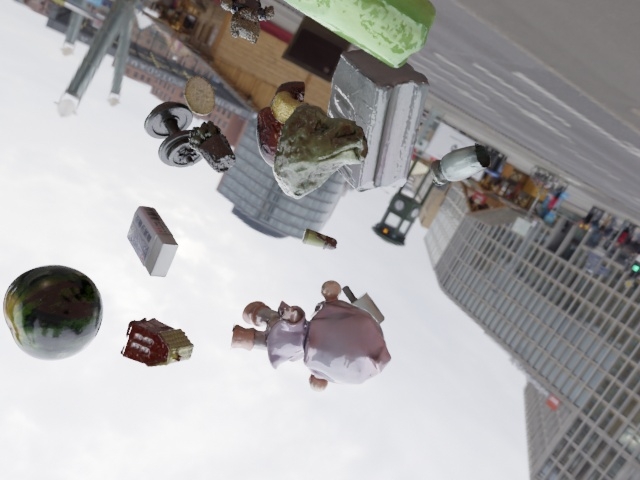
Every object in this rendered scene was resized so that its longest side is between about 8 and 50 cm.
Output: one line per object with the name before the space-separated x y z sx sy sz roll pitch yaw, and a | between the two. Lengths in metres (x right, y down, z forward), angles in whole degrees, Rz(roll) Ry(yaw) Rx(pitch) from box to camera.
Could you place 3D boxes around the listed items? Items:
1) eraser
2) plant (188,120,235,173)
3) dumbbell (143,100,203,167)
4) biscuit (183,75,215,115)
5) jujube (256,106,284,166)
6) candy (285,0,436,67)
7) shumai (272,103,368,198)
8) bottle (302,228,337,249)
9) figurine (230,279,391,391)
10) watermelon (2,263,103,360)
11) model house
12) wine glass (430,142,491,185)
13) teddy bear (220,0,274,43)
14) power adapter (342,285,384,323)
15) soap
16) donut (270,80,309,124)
eraser | -0.506 0.001 1.612 0.067 0.125 0.210 9 -152 -44
plant | -0.284 -0.249 1.413 0.143 0.094 0.092 50 -167 21
dumbbell | -0.545 -0.398 2.014 0.192 0.192 0.290 4 -129 -58
biscuit | -0.452 -0.543 2.009 0.020 0.152 0.152 -1 174 37
jujube | -0.182 -0.411 2.131 0.237 0.168 0.168 68 -164 -3
candy | 0.046 -0.447 0.967 0.343 0.132 0.142 27 -168 -15
shumai | 0.001 -0.216 1.435 0.221 0.261 0.225 28 -168 16
bottle | 0.000 -0.001 1.534 0.101 0.047 0.063 16 -161 -4
figurine | -0.013 0.167 0.916 0.275 0.201 0.133 8 -176 11
watermelon | -0.731 0.191 1.474 0.268 0.269 0.269 26 -166 -7
model house | -0.652 0.436 2.199 0.253 0.160 0.196 20 180 17
wine glass | 0.500 -0.273 1.923 0.111 0.111 0.204 18 157 -34
teddy bear | -0.233 -0.762 1.708 0.181 0.252 0.129 4 -175 -19
power adapter | 0.155 0.271 2.185 0.205 0.125 0.130 54 -173 3
soap | 0.176 -0.426 1.868 0.212 0.435 0.350 -12 -132 -21
donut | -0.106 -0.506 1.957 0.141 0.085 0.217 -1 -129 -18
